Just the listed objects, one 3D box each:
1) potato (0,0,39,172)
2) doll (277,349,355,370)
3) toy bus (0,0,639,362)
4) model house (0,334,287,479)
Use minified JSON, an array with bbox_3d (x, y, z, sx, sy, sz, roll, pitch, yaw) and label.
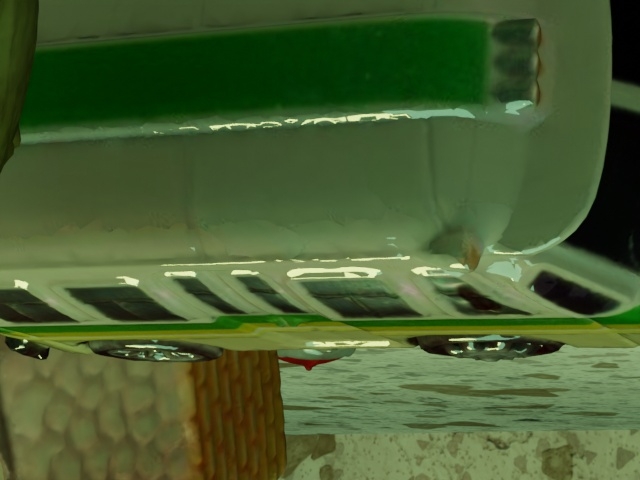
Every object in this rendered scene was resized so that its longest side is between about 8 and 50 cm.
[{"bbox_3d":[-0.177,-0.057,0.363,0.269,0.219,0.359,20,-173,23],"label":"potato"},{"bbox_3d":[-0.013,0.076,1.576,0.104,0.062,0.194,22,173,-14],"label":"doll"},{"bbox_3d":[-0.009,-0.037,0.671,0.305,0.143,0.179,-1,168,24],"label":"toy bus"},{"bbox_3d":[-0.152,0.098,1.201,0.237,0.202,0.237,-19,-162,-34],"label":"model house"}]
